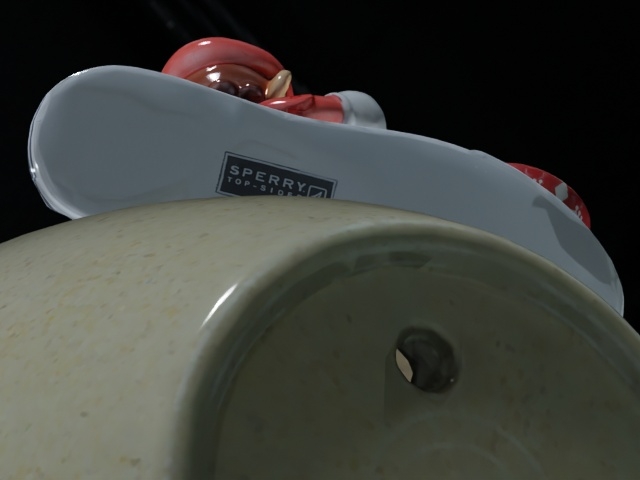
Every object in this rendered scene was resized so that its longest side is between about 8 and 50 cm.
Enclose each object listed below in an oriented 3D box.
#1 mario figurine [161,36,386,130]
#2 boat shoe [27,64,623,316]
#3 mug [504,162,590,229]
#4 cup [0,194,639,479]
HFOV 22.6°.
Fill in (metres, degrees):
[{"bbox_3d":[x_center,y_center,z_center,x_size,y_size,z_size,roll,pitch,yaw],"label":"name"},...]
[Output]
[{"bbox_3d":[-0.060,-0.046,1.239,0.198,0.170,0.320,17,-162,-3],"label":"mario figurine"},{"bbox_3d":[0.000,0.000,0.805,0.301,0.102,0.108,16,-103,-5],"label":"boat shoe"},{"bbox_3d":[0.126,0.050,1.078,0.150,0.113,0.169,35,-123,-12],"label":"mug"},{"bbox_3d":[-0.014,0.116,0.473,0.331,0.237,0.331,14,-121,-24],"label":"cup"}]
